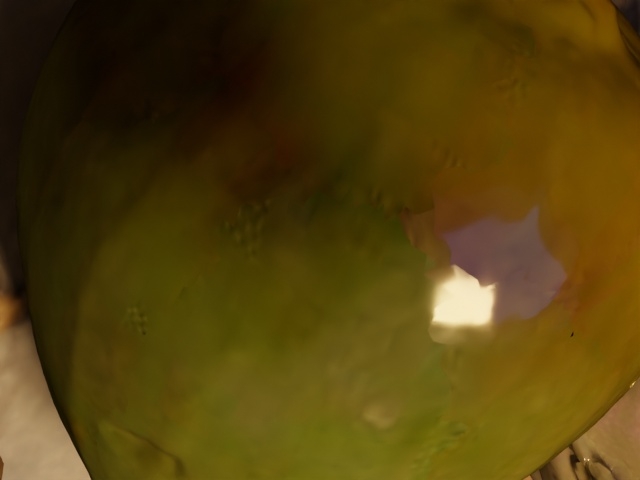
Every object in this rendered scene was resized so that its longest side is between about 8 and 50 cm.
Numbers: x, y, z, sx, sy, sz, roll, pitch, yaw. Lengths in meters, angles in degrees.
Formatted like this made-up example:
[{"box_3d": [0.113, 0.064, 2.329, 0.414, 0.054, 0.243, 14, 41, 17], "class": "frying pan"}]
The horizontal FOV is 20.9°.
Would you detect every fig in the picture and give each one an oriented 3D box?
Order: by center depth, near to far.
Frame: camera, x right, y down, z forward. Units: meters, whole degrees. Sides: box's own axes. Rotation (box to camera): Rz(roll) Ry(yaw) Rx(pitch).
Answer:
[{"box_3d": [-0.004, -0.007, 0.544, 0.230, 0.207, 0.207, -30, 142, 16], "class": "fig"}]

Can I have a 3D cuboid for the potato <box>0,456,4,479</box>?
[{"box_3d": [-0.229, 0.020, 0.345, 0.211, 0.189, 0.264, -42, 141, 14], "class": "potato"}]

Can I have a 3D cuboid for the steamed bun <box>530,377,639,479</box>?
[{"box_3d": [0.185, 0.041, 0.765, 0.280, 0.207, 0.268, -28, 136, -68], "class": "steamed bun"}]
